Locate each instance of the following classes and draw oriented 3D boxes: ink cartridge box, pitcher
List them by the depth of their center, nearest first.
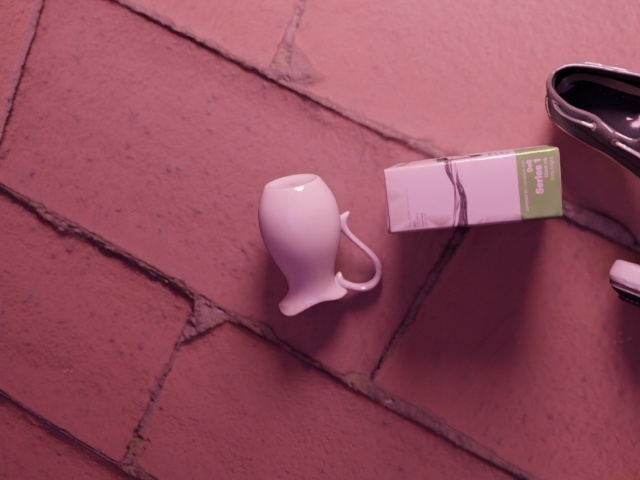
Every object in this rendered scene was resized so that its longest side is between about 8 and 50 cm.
[{"bbox_3d":[0.207,-0.073,0.801,0.220,0.160,0.092,-5,99,15],"label":"ink cartridge box"},{"bbox_3d":[0.000,0.000,0.904,0.178,0.125,0.207,-12,109,-4],"label":"pitcher"}]

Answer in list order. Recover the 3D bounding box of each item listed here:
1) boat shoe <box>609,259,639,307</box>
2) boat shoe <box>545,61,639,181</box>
[{"bbox_3d":[0.539,0.140,0.777,0.335,0.121,0.119,27,103,6],"label":"boat shoe"},{"bbox_3d":[0.413,-0.131,0.696,0.319,0.099,0.116,40,101,35],"label":"boat shoe"}]
